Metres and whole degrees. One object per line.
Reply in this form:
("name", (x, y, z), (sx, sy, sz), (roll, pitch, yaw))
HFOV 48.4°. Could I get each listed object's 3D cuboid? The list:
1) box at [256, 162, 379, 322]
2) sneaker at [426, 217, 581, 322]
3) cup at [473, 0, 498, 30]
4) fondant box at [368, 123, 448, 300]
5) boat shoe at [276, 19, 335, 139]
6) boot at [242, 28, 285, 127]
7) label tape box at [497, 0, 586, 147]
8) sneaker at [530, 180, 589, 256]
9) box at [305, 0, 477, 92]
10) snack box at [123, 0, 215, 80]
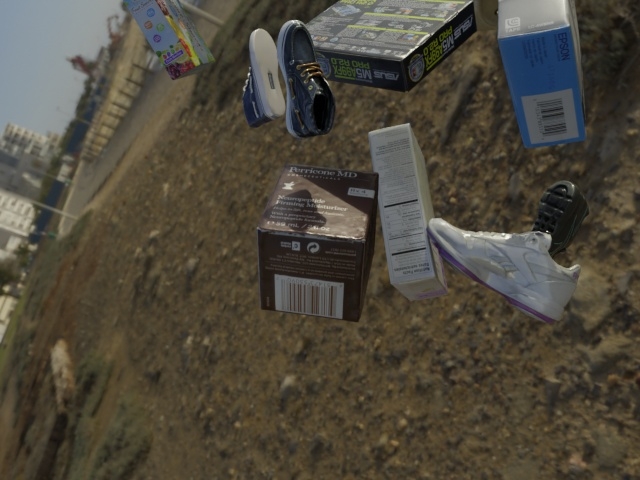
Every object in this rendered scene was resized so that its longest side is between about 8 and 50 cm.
("box", (0.000, 0.000, 1.164), (0.203, 0.168, 0.167), (-74, -12, -53))
("sneaker", (0.350, 0.026, 1.368), (0.152, 0.305, 0.114), (-58, -8, 1))
("cup", (0.408, -0.652, 1.758), (0.331, 0.331, 0.237), (-56, 39, 27))
("fondant box", (0.192, -0.052, 1.535), (0.238, 0.096, 0.330), (39, -137, -69))
("boat shoe", (-0.016, -0.249, 1.092), (0.083, 0.065, 0.183), (8, 107, 58))
("boot", (-0.131, -0.329, 1.454), (0.086, 0.069, 0.190), (-17, 78, 43))
("label tape box", (0.383, -0.372, 1.220), (0.115, 0.249, 0.347), (-4, 53, 25))
("sneaker", (0.478, 0.008, 1.499), (0.267, 0.106, 0.101), (-55, 37, 3))
("box", (0.096, -0.348, 1.224), (0.270, 0.060, 0.216), (19, 50, 37))
("snack box", (-0.333, -0.468, 1.580), (0.070, 0.207, 0.174), (-27, 12, 14))
